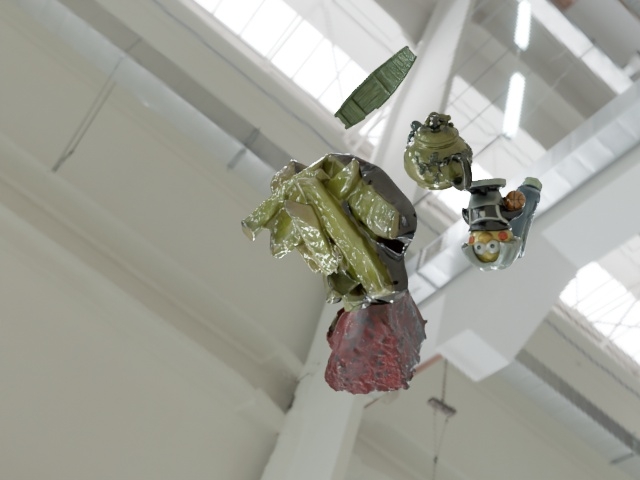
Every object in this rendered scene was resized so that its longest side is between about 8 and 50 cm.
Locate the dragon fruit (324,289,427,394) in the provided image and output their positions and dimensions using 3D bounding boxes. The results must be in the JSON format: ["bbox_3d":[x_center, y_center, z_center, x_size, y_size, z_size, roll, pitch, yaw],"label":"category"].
[{"bbox_3d":[0.129,0.206,2.055,0.286,0.227,0.329,-48,-56,-57],"label":"dragon fruit"}]

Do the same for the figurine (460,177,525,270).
[{"bbox_3d":[0.452,-0.039,2.016,0.133,0.176,0.237,6,-101,-60],"label":"figurine"}]

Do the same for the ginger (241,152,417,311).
[{"bbox_3d":[0.000,0.000,1.601,0.211,0.359,0.413,-8,-162,-28],"label":"ginger"}]

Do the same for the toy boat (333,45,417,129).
[{"bbox_3d":[0.165,-0.437,2.218,0.093,0.293,0.055,50,-160,8],"label":"toy boat"}]

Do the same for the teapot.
[{"bbox_3d":[0.298,-0.224,1.919,0.173,0.183,0.269,-20,-145,-14],"label":"teapot"}]

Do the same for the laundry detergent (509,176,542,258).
[{"bbox_3d":[0.656,-0.091,2.522,0.290,0.094,0.143,-66,-32,-23],"label":"laundry detergent"}]
